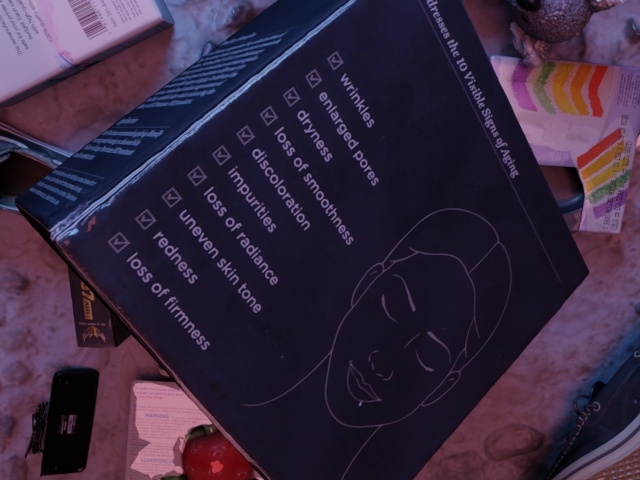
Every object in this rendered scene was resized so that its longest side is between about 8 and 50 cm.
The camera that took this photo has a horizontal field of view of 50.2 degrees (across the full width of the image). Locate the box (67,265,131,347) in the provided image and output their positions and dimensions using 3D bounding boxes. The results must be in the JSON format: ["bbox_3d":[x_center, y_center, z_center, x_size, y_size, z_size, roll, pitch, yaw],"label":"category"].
[{"bbox_3d":[-0.272,0.023,0.959,0.059,0.233,0.184,1,104,9],"label":"box"}]

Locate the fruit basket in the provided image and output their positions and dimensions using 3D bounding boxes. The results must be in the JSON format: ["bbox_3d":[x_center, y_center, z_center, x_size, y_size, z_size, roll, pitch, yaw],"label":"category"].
[{"bbox_3d":[-0.158,0.410,1.127,0.326,0.165,0.353,4,88,-5],"label":"fruit basket"}]

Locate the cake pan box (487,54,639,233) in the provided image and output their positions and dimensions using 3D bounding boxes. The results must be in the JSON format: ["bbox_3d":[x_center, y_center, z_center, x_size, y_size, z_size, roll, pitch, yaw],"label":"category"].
[{"bbox_3d":[0.350,-0.140,1.045,0.245,0.070,0.267,5,103,-3],"label":"cake pan box"}]

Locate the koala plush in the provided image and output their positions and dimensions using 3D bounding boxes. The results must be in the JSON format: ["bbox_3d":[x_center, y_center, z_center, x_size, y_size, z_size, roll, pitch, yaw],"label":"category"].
[{"bbox_3d":[0.281,-0.356,0.905,0.221,0.203,0.196,50,132,1],"label":"koala plush"}]

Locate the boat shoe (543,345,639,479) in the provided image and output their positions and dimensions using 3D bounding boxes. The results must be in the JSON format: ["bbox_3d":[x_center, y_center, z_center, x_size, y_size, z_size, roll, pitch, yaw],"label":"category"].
[{"bbox_3d":[0.512,0.322,1.129,0.186,0.156,0.500,25,113,-14],"label":"boat shoe"}]

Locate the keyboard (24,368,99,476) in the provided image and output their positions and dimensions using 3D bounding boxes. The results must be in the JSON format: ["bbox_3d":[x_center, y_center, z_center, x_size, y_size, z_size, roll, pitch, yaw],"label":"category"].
[{"bbox_3d":[-0.428,0.295,1.128,0.100,0.038,0.192,6,103,-29],"label":"keyboard"}]

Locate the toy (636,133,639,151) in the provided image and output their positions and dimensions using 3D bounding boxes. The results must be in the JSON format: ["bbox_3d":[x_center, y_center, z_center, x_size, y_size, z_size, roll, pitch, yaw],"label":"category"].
[{"bbox_3d":[0.631,-0.165,1.061,0.237,0.056,0.137,19,101,-8],"label":"toy"}]

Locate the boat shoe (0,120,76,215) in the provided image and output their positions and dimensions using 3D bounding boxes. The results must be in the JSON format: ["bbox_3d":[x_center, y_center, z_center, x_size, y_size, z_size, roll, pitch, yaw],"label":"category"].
[{"bbox_3d":[-0.451,-0.105,0.975,0.335,0.119,0.121,12,103,-6],"label":"boat shoe"}]

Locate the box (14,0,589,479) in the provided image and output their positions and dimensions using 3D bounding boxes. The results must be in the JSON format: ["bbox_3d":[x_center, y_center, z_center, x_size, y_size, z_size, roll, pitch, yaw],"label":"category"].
[{"bbox_3d":[0.000,0.000,0.820,0.471,0.297,0.480,-42,116,-17],"label":"box"}]

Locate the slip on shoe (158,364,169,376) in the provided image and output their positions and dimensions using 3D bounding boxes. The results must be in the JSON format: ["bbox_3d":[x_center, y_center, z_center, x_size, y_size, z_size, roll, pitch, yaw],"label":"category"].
[{"bbox_3d":[-0.193,0.212,1.109,0.135,0.051,0.041,-4,116,-9],"label":"slip on shoe"}]

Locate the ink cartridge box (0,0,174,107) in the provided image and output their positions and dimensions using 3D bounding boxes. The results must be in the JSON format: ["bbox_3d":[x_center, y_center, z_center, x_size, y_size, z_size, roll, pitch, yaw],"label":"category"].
[{"bbox_3d":[-0.373,-0.328,0.926,0.278,0.117,0.201,-26,104,3],"label":"ink cartridge box"}]
